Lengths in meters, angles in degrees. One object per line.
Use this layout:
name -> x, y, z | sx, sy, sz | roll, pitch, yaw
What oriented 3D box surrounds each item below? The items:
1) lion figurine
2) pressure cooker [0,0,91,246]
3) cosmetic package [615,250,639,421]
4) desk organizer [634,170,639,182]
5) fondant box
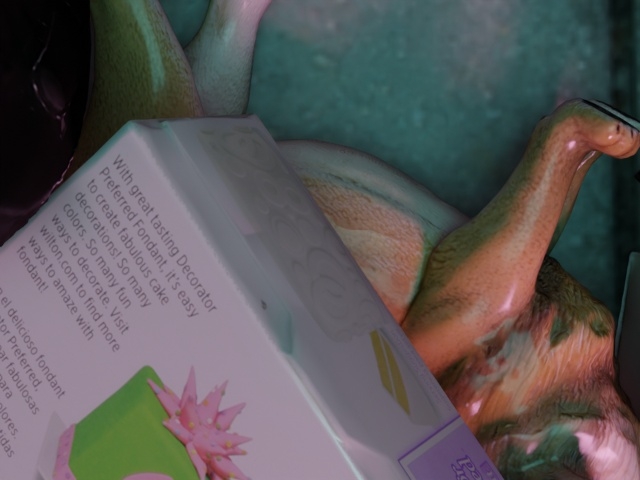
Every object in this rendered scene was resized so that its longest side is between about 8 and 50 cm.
lion figurine -> 0.000, 0.000, 0.571 | 0.392, 0.142, 0.240 | 32, 105, 6
pressure cooker -> -0.330, -0.118, 0.382 | 0.420, 0.369, 0.375 | -15, 142, 10
cosmetic package -> 0.302, 0.091, 0.582 | 0.296, 0.153, 0.129 | 6, 99, -6
desk organizer -> 0.196, -0.020, 0.565 | 0.047, 0.130, 0.050 | -44, 98, 5
fondant box -> -0.096, 0.140, 0.502 | 0.330, 0.096, 0.238 | -39, 79, 26
